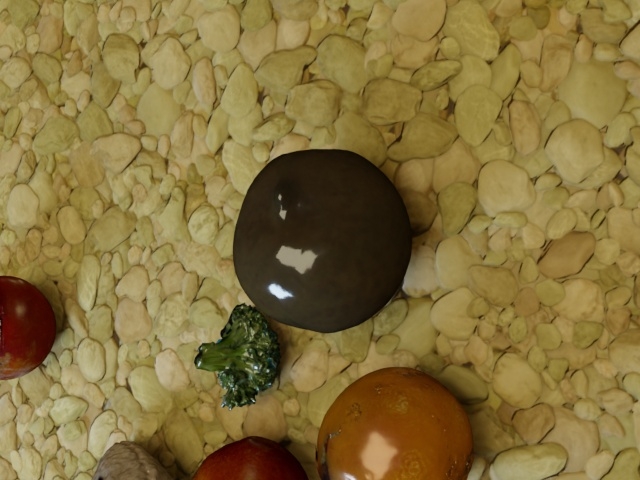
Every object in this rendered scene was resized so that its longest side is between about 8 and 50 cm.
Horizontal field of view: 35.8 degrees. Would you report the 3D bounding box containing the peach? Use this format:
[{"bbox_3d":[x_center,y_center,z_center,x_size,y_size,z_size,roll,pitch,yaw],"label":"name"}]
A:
[{"bbox_3d":[-0.123,0.446,1.671,0.243,0.199,0.244,-7,79,37],"label":"peach"}]

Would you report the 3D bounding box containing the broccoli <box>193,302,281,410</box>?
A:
[{"bbox_3d":[-0.147,0.200,1.717,0.167,0.160,0.154,-62,37,24],"label":"broccoli"}]

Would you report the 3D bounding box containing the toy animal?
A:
[{"bbox_3d":[-0.335,0.544,1.780,0.226,0.188,0.359,-17,78,53],"label":"toy animal"}]

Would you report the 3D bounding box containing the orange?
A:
[{"bbox_3d":[0.112,0.316,1.524,0.246,0.246,0.246,-1,88,28],"label":"orange"}]

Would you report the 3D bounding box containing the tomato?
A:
[{"bbox_3d":[-0.603,0.177,1.971,0.233,0.139,0.201,-24,67,60],"label":"tomato"}]

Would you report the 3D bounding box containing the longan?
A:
[{"bbox_3d":[0.002,-0.002,1.578,0.297,0.297,0.298,-1,88,28],"label":"longan"}]
